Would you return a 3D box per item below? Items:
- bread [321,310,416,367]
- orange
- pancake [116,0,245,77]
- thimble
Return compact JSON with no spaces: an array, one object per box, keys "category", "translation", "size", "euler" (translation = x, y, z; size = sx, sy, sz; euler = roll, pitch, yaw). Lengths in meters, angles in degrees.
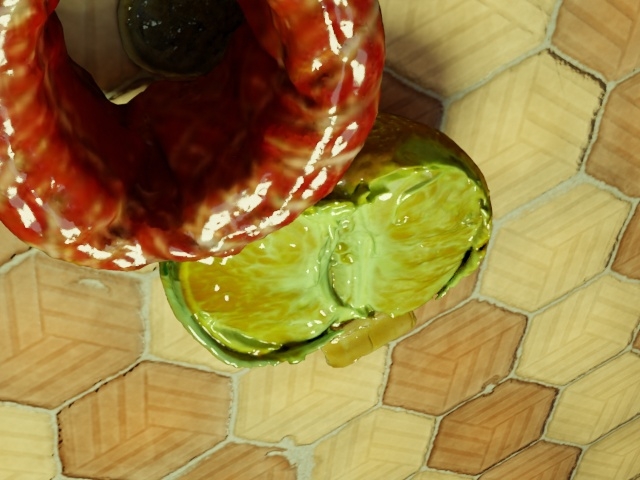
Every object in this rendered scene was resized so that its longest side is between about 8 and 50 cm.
[{"category":"bread","translation":[0.057,0.109,1.229],"size":[0.132,0.053,0.074],"euler":[-25,136,-9]},{"category":"orange","translation":[-0.002,-0.006,0.989],"size":[0.335,0.196,0.262],"euler":[-26,129,-11]},{"category":"pancake","translation":[-0.118,-0.203,0.873],"size":[0.140,0.022,0.139],"euler":[-15,135,-15]},{"category":"thimble","translation":[-0.118,-0.165,0.733],"size":[0.350,0.230,0.350],"euler":[-7,127,-9]}]
